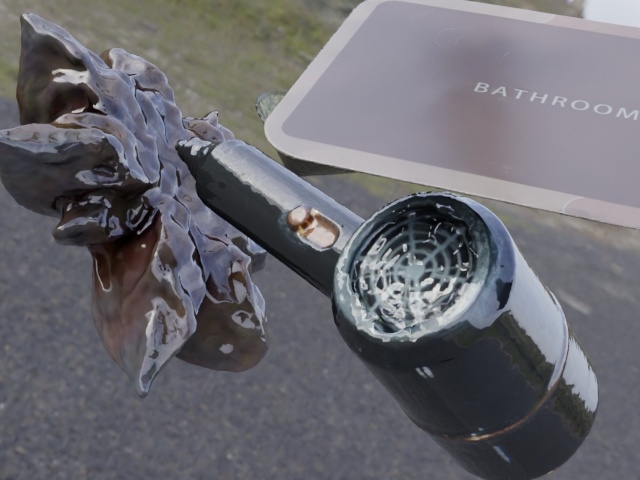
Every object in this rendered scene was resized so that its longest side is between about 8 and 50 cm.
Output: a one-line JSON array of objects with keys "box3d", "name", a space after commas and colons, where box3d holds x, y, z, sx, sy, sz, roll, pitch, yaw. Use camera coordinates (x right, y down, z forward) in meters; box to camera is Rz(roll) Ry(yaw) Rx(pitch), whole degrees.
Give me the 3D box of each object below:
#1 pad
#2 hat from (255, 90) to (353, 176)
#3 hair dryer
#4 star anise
[{"box3d": [0.118, -0.068, 0.600, 0.266, 0.002, 0.176, 13, 41, 19], "name": "pad"}, {"box3d": [-0.016, -0.092, 1.297, 0.146, 0.067, 0.146, 24, 26, -13], "name": "hat"}, {"box3d": [0.000, 0.000, 0.745, 0.352, 0.107, 0.189, 34, -10, 38], "name": "hair dryer"}, {"box3d": [-0.139, -0.030, 0.920, 0.315, 0.108, 0.315, 52, 24, -35], "name": "star anise"}]
